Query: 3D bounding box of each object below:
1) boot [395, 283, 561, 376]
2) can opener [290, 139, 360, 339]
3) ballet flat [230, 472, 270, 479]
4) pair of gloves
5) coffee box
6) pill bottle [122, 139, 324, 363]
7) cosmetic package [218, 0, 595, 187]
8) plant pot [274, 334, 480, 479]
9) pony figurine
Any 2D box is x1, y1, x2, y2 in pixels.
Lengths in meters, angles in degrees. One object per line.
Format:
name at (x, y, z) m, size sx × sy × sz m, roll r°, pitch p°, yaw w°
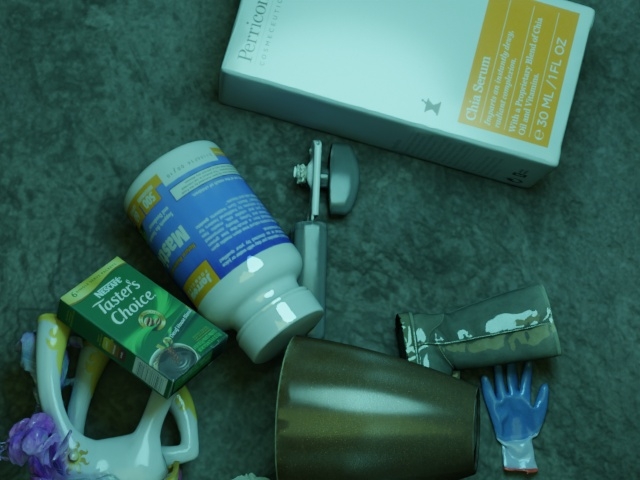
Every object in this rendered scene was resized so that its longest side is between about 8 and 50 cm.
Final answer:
boot at (0.214, 0.160, 1.810) m, size 0.208 × 0.076 × 0.189 m, roll -5°, pitch 79°, yaw -9°
can opener at (0.000, 0.000, 1.823) m, size 0.093 × 0.074 × 0.280 m, roll 7°, pitch 81°, yaw -6°
ballet flat at (0.034, 0.438, 1.733) m, size 0.409 × 0.147 × 0.147 m, roll 29°, pitch 80°, yaw -2°
pair of gloves at (0.211, 0.236, 1.836) m, size 0.198 × 0.023 × 0.159 m, roll 0°, pitch 81°, yaw -7°
coffee box at (-0.220, 0.105, 1.684) m, size 0.184 × 0.040 × 0.113 m, roll 35°, pitch 45°, yaw 17°
pill bottle at (-0.119, 0.018, 1.745) m, size 0.152 × 0.152 × 0.272 m, roll -35°, pitch 74°, yaw -10°
cosmetic package at (0.110, -0.247, 1.829) m, size 0.453 × 0.161 × 0.230 m, roll 15°, pitch 80°, yaw -3°
plant pot at (0.078, 0.227, 1.682) m, size 0.230 × 0.215 × 0.215 m, roll 1°, pitch 81°, yaw 10°
pony figurine at (-0.294, 0.280, 1.676) m, size 0.351 × 0.303 × 0.363 m, roll 6°, pitch 66°, yaw -14°
